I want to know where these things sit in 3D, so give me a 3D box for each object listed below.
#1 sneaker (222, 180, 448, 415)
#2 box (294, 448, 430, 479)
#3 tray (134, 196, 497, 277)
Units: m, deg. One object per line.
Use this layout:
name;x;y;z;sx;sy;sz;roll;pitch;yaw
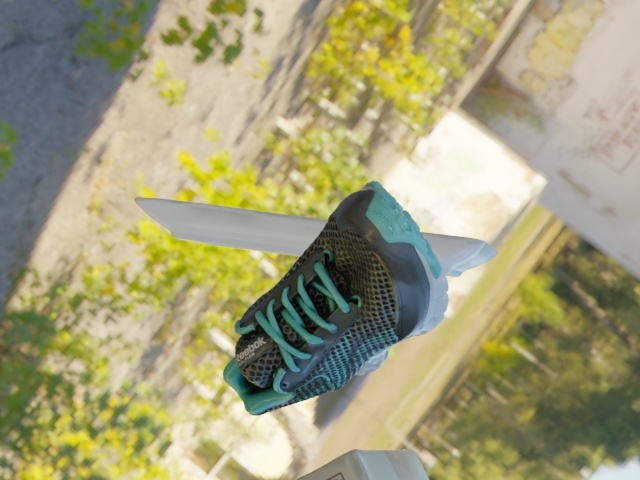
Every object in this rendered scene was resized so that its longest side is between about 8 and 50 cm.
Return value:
sneaker;0.000;0.036;0.534;0.076;0.065;0.166;-30;163;-24
box;0.050;0.296;0.759;0.148;0.311;0.121;-31;161;16
tray;0.000;0.000;0.991;0.145;0.270;0.030;12;86;-77
